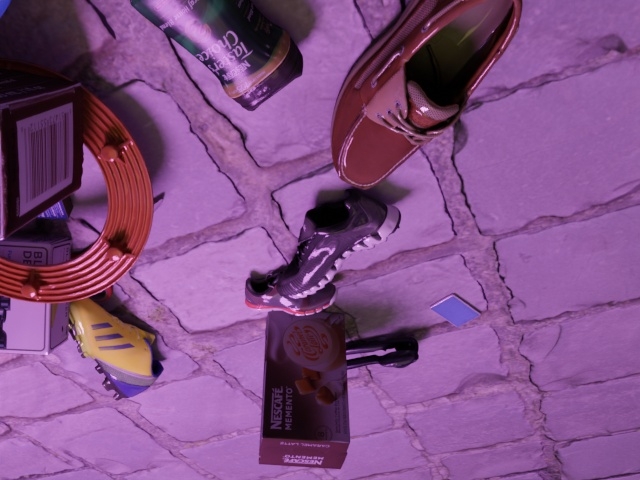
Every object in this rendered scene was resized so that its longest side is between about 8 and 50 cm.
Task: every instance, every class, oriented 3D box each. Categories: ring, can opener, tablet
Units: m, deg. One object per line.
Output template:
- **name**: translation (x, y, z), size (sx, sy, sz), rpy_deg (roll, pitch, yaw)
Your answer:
- **ring**: translation (-0.385, -0.060, 0.782), size (0.336, 0.032, 0.337), rpy_deg (0, 115, 0)
- **can opener**: translation (0.094, 0.211, 1.139), size (0.185, 0.059, 0.073), rpy_deg (-7, 164, 20)
- **tablet**: translation (0.239, 0.125, 1.081), size (0.083, 0.006, 0.054), rpy_deg (34, 127, -30)

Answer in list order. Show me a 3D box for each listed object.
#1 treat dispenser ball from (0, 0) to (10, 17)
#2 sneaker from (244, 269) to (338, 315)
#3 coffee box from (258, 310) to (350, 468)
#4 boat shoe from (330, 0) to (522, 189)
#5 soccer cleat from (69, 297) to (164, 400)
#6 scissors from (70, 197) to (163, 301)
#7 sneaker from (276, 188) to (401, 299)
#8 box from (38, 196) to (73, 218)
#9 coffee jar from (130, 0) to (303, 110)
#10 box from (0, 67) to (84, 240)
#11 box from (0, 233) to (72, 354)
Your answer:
- **treat dispenser ball**: translation (-0.380, -0.269, 0.462), size (0.287, 0.288, 0.288), rpy_deg (0, 136, 0)
- **sneaker**: translation (-0.051, 0.082, 0.997), size (0.157, 0.061, 0.065), rpy_deg (-5, 130, 4)
- **coffee box**: translation (-0.029, 0.244, 1.029), size (0.141, 0.247, 0.098), rpy_deg (6, 136, -6)
- **boat shoe**: translation (0.106, -0.174, 0.684), size (0.122, 0.120, 0.324), rpy_deg (17, 133, -17)
- **soccer cleat**: translation (-0.364, 0.176, 1.083), size (0.121, 0.093, 0.289), rpy_deg (-30, 140, -18)
- **scissors**: translation (-0.344, 0.012, 0.946), size (0.108, 0.021, 0.297), rpy_deg (24, 133, -21)
- **sneaker**: translation (0.000, 0.000, 0.902), size (0.106, 0.078, 0.234), rpy_deg (36, 122, -28)
- **box**: translation (-0.469, -0.089, 0.829), size (0.225, 0.037, 0.137), rpy_deg (0, 136, -2)
- **coffee jar**: translation (-0.105, -0.227, 0.657), size (0.096, 0.079, 0.184), rpy_deg (-30, 130, 27)
- **box**: translation (-0.469, -0.123, 0.634), size (0.380, 0.191, 0.143), rpy_deg (8, 111, -1)
- **box**: translation (-0.529, 0.071, 0.900), size (0.289, 0.087, 0.169), rpy_deg (5, 95, -5)
